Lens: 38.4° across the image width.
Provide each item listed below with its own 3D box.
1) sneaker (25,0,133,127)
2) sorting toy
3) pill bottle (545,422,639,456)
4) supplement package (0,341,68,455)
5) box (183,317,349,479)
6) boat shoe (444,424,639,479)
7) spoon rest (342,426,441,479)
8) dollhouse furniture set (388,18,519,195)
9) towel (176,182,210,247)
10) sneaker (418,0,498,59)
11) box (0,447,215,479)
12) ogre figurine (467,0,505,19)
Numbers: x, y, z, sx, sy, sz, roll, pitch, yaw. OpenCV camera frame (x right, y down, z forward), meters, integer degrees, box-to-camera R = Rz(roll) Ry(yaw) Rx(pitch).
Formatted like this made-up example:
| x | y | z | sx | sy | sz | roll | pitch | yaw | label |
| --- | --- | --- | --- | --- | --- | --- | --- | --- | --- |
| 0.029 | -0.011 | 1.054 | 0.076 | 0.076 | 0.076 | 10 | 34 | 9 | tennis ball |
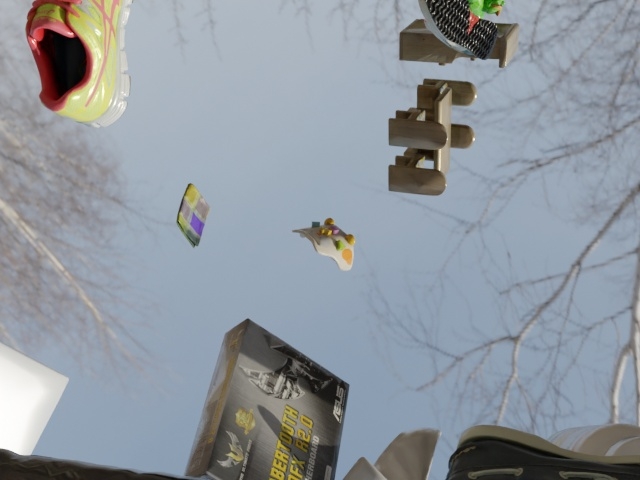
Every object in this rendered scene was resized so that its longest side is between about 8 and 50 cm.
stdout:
| x | y | z | sx | sy | sz | roll | pitch | yaw | label |
| --- | --- | --- | --- | --- | --- | --- | --- | --- | --- |
| -0.216 | -0.203 | 0.803 | 0.081 | 0.208 | 0.094 | -3 | -173 | 19 | sneaker |
| 0.000 | 0.000 | 1.220 | 0.083 | 0.075 | 0.045 | 39 | -69 | 28 | sorting toy |
| 0.364 | 0.300 | 1.154 | 0.136 | 0.245 | 0.136 | 1 | -103 | -4 | pill bottle |
| -0.345 | 0.116 | 0.721 | 0.244 | 0.139 | 0.134 | 11 | -112 | 36 | supplement package |
| -0.060 | 0.238 | 1.150 | 0.056 | 0.183 | 0.231 | -34 | -151 | 37 | box |
| 0.234 | 0.227 | 0.794 | 0.254 | 0.095 | 0.079 | 14 | -143 | 16 | boat shoe |
| 0.104 | 0.317 | 1.231 | 0.084 | 0.276 | 0.137 | 40 | -81 | 18 | spoon rest |
| 0.212 | -0.209 | 1.424 | 0.161 | 0.242 | 0.212 | 8 | -152 | 19 | dollhouse furniture set |
| -0.182 | -0.037 | 1.320 | 0.009 | 0.060 | 0.083 | -12 | -139 | 23 | towel |
| 0.141 | -0.258 | 1.067 | 0.075 | 0.161 | 0.057 | 24 | -87 | 38 | sneaker |
| 0.076 | 0.339 | 0.302 | 0.472 | 0.480 | 0.297 | -6 | -141 | 38 | box |
| 0.242 | -0.405 | 1.434 | 0.097 | 0.197 | 0.118 | 13 | -98 | -8 | ogre figurine |
